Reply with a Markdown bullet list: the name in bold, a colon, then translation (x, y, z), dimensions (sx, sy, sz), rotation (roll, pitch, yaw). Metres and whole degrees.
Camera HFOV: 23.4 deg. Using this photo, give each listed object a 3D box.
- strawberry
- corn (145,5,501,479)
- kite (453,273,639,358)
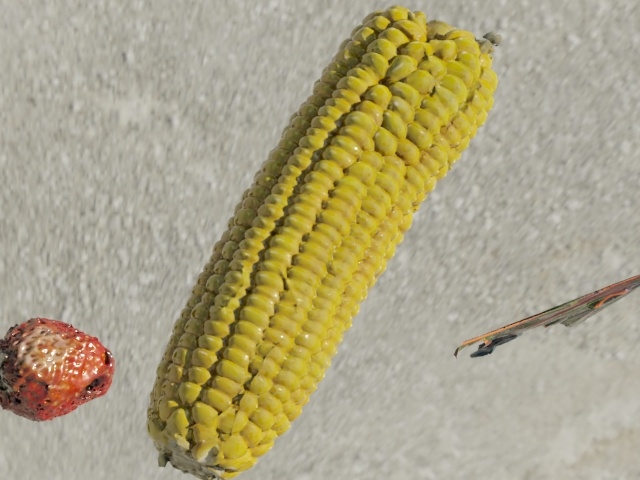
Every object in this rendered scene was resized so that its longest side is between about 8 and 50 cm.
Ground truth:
- **strawberry**: translation (-0.208, 0.098, 1.197), dimensions (0.096, 0.083, 0.083), rotation (11, 67, -8)
- **corn**: translation (-0.004, -0.003, 0.884), dimensions (0.102, 0.102, 0.313), rotation (32, 72, 3)
- **kite**: translation (0.227, 0.059, 1.337), dimensions (0.234, 0.321, 0.016), rotation (-26, 81, 25)
